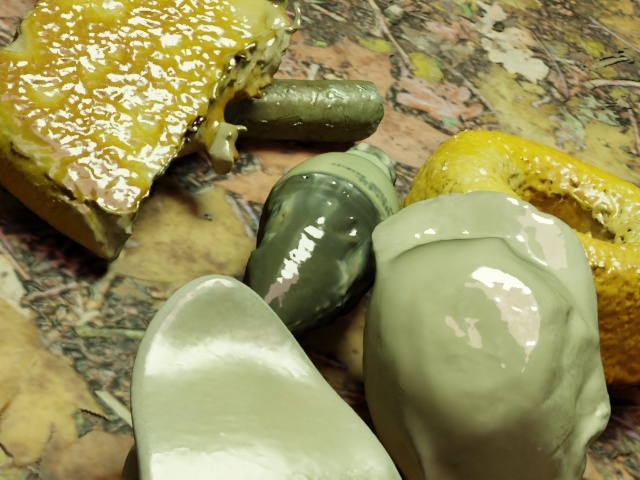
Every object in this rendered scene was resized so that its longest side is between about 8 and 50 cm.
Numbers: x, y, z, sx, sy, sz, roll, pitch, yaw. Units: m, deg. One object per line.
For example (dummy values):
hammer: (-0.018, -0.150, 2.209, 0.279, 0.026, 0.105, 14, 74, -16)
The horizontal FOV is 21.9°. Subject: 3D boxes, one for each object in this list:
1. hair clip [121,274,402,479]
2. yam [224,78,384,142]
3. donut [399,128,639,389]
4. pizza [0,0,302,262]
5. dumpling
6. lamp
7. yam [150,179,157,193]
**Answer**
hair clip: (-0.037, 0.154, 0.921, 0.173, 0.113, 0.282, 4, 41, -25)
yam: (-0.018, -0.104, 1.316, 0.132, 0.054, 0.054, -1, 42, -29)
donut: (0.165, 0.011, 1.228, 0.254, 0.118, 0.253, 18, 21, -7)
pizza: (-0.131, -0.117, 1.209, 0.189, 0.071, 0.297, 33, 54, 7)
dumpling: (0.107, 0.080, 1.062, 0.162, 0.132, 0.250, -6, 67, -4)
lamp: (0.000, 0.000, 1.150, 0.101, 0.101, 0.250, 27, 35, 4)
yam: (-0.136, -0.071, 1.238, 0.014, 0.014, 0.107, 5, 39, -24)
